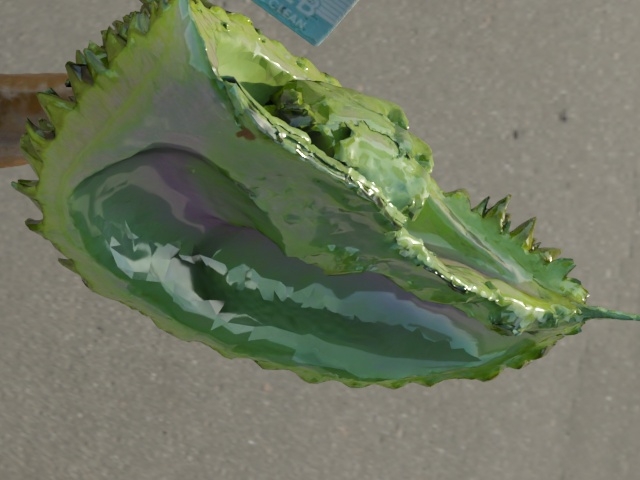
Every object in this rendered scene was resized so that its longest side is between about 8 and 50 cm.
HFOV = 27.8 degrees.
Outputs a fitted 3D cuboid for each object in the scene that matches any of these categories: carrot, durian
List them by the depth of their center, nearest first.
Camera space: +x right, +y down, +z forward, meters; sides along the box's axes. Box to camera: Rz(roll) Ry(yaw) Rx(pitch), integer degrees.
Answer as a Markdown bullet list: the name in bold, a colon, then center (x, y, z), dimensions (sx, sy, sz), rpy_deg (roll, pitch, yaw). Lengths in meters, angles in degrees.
- **durian**: center (-0.002, -0.001, 0.619), dimensions (0.355, 0.169, 0.157), rpy_deg (28, 90, -43)
- **carrot**: center (-0.160, -0.095, 0.930), dimensions (0.205, 0.072, 0.072), rpy_deg (-8, 99, -8)

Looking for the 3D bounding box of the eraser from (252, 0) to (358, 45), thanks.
- **eraser**: center (-0.061, -0.273, 1.134), dimensions (0.225, 0.095, 0.052), rpy_deg (35, 37, -14)
